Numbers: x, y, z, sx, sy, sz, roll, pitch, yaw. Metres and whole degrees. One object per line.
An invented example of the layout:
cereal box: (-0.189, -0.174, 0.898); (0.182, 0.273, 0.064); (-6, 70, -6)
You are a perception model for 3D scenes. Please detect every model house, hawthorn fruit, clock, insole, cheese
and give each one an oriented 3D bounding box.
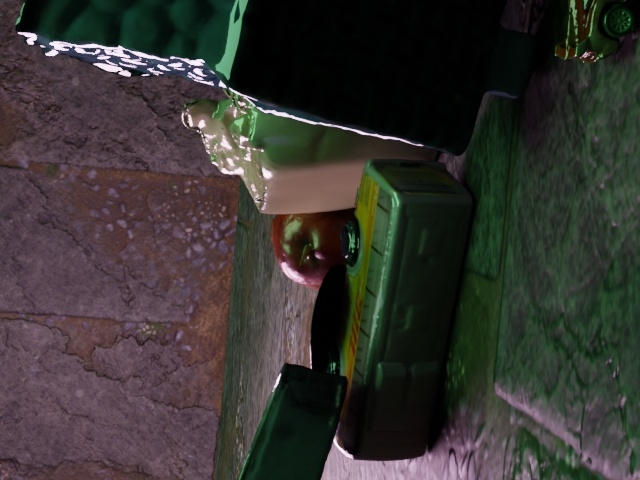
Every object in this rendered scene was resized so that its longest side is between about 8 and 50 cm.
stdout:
model house: (0.014, -0.260, 0.960); (0.297, 0.339, 0.360); (-18, -57, -86)
hawthorn fruit: (0.002, -0.009, 1.403); (0.125, 0.140, 0.125); (-9, 77, 43)
clock: (-0.051, 0.233, 1.084); (0.280, 0.055, 0.281); (-159, 90, -90)
insole: (0.020, 0.109, 1.283); (0.322, 0.007, 0.109); (70, -143, -66)
cheese: (-0.007, -0.103, 1.246); (0.266, 0.233, 0.127); (122, 140, -76)

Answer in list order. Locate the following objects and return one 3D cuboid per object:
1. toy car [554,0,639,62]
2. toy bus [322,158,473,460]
toy car: (0.166, -0.166, 0.785); (0.059, 0.035, 0.122); (-119, 33, -80)
toy bus: (0.065, 0.066, 1.149); (0.106, 0.092, 0.268); (-126, 41, -61)
